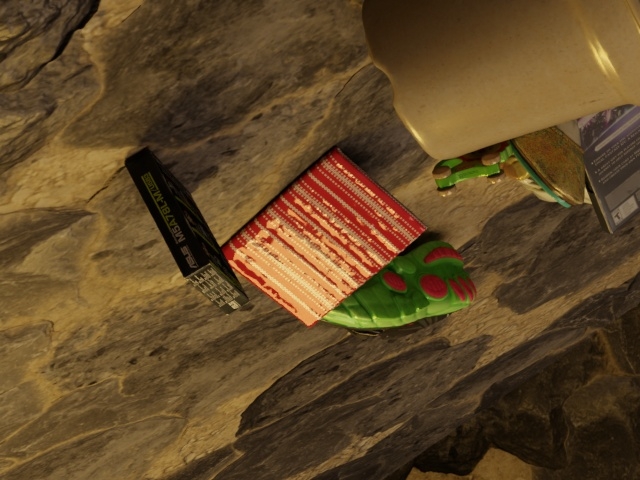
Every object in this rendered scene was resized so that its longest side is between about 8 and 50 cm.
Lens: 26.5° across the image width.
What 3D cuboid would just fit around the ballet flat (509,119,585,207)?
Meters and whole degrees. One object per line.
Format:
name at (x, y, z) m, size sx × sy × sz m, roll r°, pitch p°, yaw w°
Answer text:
ballet flat at (0.269, -0.175, 1.782) m, size 0.123 × 0.348 × 0.123 m, roll -11°, pitch 125°, yaw -16°

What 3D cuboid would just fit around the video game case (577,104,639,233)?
video game case at (0.431, -0.173, 1.922) m, size 0.196 × 0.026 × 0.274 m, roll -37°, pitch 118°, yaw -17°

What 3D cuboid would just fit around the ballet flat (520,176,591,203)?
ballet flat at (0.376, -0.126, 2.166) m, size 0.139 × 0.139 × 0.400 m, roll -26°, pitch -168°, yaw -8°

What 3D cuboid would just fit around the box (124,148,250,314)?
box at (-0.172, -0.008, 1.770) m, size 0.045 × 0.184 × 0.191 m, roll -29°, pitch 160°, yaw 3°

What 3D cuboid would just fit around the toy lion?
toy lion at (0.188, -0.098, 1.675) m, size 0.100 × 0.034 × 0.096 m, roll -15°, pitch -156°, yaw 10°

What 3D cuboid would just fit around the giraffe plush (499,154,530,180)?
giraffe plush at (0.337, -0.200, 2.019) m, size 0.210 × 0.181 × 0.170 m, roll -24°, pitch 176°, yaw 32°

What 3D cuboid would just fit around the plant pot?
plant pot at (0.229, -0.253, 1.601) m, size 0.305 × 0.334 × 0.334 m, roll -25°, pitch 161°, yaw 19°

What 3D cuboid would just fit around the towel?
towel at (0.000, 0.000, 2.066) m, size 0.199 × 0.031 × 0.275 m, roll 39°, pitch 118°, yaw -20°

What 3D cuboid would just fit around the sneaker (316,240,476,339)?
sneaker at (0.086, 0.106, 2.360) m, size 0.202 × 0.185 × 0.482 m, roll -39°, pitch 153°, yaw 30°
